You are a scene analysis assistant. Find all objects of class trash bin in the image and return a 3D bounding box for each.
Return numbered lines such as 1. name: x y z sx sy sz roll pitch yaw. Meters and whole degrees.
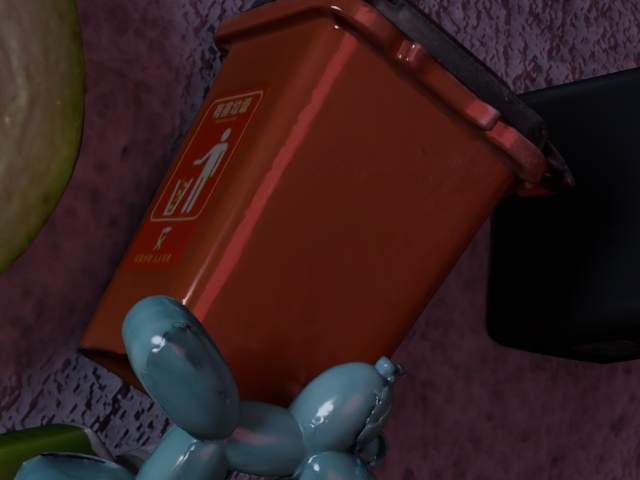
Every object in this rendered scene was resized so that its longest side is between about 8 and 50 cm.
1. trash bin: 0.217 -0.020 0.912 0.115 0.225 0.165 13 76 -32
2. trash bin: 0.000 0.000 0.821 0.184 0.161 0.238 36 73 -23

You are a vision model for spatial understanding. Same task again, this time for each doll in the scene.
1. doll: -0.038 0.098 0.694 0.158 0.059 0.159 39 92 -26

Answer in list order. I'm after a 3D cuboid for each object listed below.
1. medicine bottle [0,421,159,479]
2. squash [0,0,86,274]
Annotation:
1. medicine bottle: -0.141 0.157 0.739 0.189 0.088 0.132 -10 88 -33
2. squash: -0.223 -0.084 0.710 0.252 0.049 0.252 -4 96 -42
